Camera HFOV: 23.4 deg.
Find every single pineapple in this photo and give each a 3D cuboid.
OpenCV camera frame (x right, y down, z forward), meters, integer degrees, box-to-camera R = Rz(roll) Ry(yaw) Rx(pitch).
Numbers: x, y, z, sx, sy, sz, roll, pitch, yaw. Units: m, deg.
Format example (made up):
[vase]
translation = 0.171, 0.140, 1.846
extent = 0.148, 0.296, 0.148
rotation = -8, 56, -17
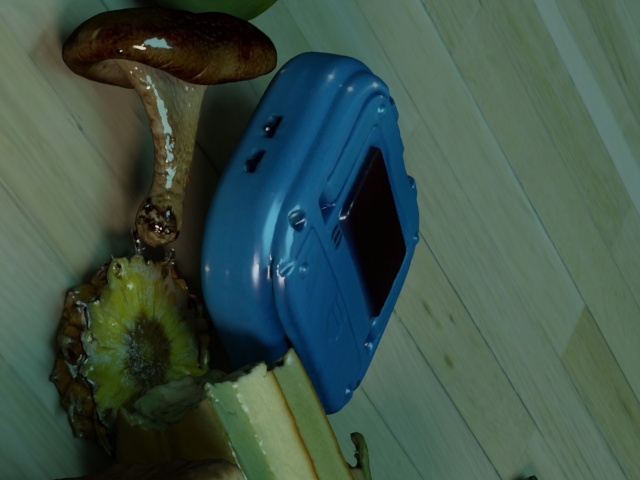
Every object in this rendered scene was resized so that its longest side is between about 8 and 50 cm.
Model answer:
[pineapple]
translation = -0.174, 0.101, 1.444
extent = 0.221, 0.047, 0.221
rotation = 8, 80, -55

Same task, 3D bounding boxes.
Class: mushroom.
[mushroom]
translation = -0.136, -0.104, 1.442
extent = 0.227, 0.148, 0.217
rotation = -5, 93, -42

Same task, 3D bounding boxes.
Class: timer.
[timer]
translation = 0.000, 0.000, 1.545
extent = 0.340, 0.115, 0.309
rotation = 71, 36, -51

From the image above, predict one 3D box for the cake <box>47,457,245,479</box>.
[cake]
translation = -0.182, 0.343, 1.227
extent = 0.256, 0.282, 0.290
rotation = -23, 100, -58

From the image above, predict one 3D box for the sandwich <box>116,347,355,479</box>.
[sandwich]
translation = -0.106, 0.223, 1.417
extent = 0.155, 0.227, 0.198
rotation = -15, 77, -54

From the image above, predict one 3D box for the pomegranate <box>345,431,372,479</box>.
[pomegranate]
translation = 0.046, 0.355, 1.542
extent = 0.260, 0.260, 0.340
rotation = 31, 36, -46

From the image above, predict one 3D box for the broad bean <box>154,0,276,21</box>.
[broad bean]
translation = -0.091, -0.339, 1.538
extent = 0.291, 0.119, 0.238
rotation = -39, 126, -44

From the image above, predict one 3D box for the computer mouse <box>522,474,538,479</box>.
[computer mouse]
translation = 0.243, 0.375, 1.940
extent = 0.199, 0.045, 0.102
rotation = -35, 116, -47
